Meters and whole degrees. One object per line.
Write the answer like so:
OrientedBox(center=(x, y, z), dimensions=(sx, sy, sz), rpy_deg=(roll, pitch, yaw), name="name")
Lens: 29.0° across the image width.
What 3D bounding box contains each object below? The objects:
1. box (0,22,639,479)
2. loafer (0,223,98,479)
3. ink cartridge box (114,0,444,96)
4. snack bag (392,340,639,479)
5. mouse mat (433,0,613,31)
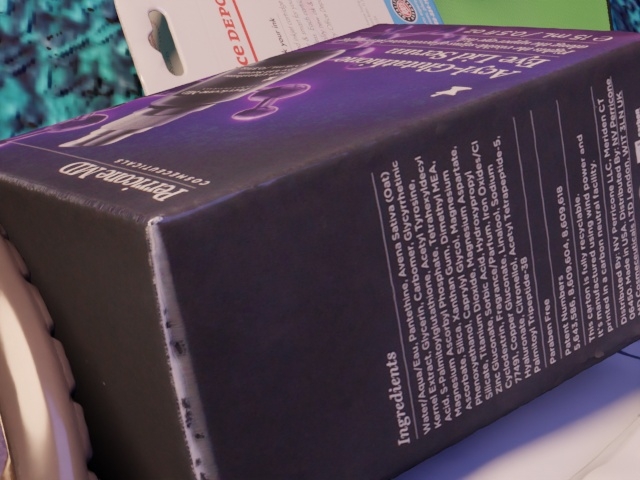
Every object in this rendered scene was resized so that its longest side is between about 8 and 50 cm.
OrientedBox(center=(0.000, 0.000, 0.432), dimensions=(0.207, 0.153, 0.108), rpy_deg=(-23, 112, -33), name="box")
OrientedBox(center=(-0.175, 0.015, 0.380), dimensions=(0.130, 0.134, 0.366), rpy_deg=(-16, 62, -28), name="loafer")
OrientedBox(center=(-0.018, -0.069, 0.574), dimensions=(0.181, 0.061, 0.104), rpy_deg=(-2, 59, -35), name="ink cartridge box")
OrientedBox(center=(0.163, 0.032, 0.483), dimensions=(0.323, 0.342, 0.037), rpy_deg=(-32, 124, -45), name="snack bag")
OrientedBox(center=(0.112, -0.132, 0.705), dimensions=(0.152, 0.007, 0.190), rpy_deg=(5, 75, -31), name="mouse mat")
